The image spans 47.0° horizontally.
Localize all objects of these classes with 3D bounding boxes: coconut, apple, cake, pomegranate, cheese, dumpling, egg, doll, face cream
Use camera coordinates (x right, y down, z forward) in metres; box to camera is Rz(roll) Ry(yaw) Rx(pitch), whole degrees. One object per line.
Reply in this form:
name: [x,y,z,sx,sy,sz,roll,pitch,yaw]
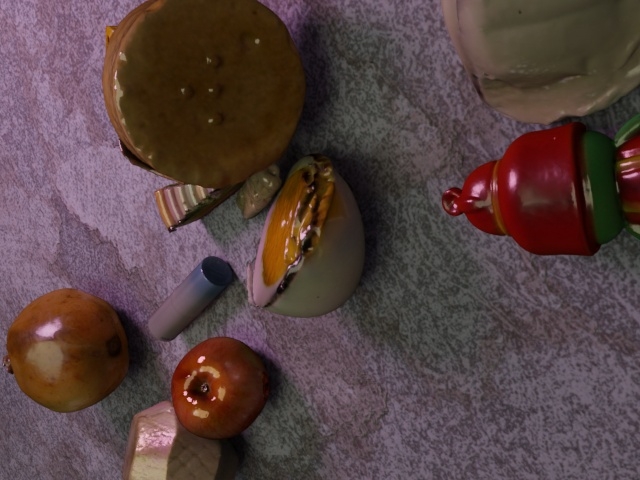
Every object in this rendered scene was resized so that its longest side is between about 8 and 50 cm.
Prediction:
coconut: [-0.301,0.475,1.615,0.259,0.259,0.259,12,112,33]
apple: [-0.206,0.300,1.502,0.210,0.164,0.209,-7,71,20]
cake: [-0.217,-0.265,1.267,0.321,0.333,0.332,-152,54,-64]
pomegranate: [-0.586,0.254,1.733,0.307,0.307,0.307,12,112,33]
cheese: [-0.116,-0.091,1.359,0.064,0.043,0.194,69,156,8]
dumpling: [0.302,-0.314,0.913,0.316,0.233,0.395,18,129,28]
cake: [-0.230,-0.104,1.444,0.225,0.109,0.090,-29,86,39]
egg: [-0.002,0.000,1.268,0.264,0.174,0.286,-133,60,-67]
doll: [0.331,-0.067,1.005,0.363,0.160,0.182,-5,103,38]
face cream: [-0.282,0.128,1.578,0.250,0.077,0.077,-42,79,38]

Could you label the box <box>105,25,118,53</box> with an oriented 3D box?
box: [-0.381,-0.333,1.448,0.269,0.044,0.152,37,127,57]
